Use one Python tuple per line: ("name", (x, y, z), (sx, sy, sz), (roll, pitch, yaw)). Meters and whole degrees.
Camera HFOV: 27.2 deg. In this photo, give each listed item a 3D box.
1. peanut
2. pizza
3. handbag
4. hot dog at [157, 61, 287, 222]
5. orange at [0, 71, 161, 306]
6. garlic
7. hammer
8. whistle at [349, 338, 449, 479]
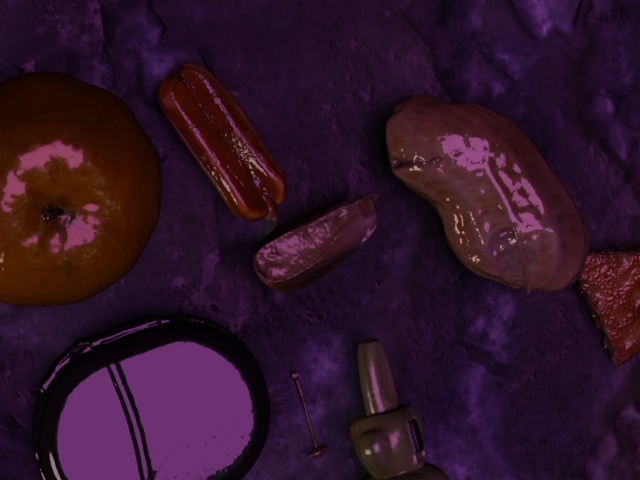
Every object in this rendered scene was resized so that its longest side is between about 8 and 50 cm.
("peanut", (0.228, -0.065, 1.771), (0.174, 0.158, 0.340), (-32, 100, 16))
("pizza", (0.433, 0.057, 1.898), (0.193, 0.053, 0.201), (39, 92, -19))
("handbag", (-0.210, 0.225, 1.664), (0.308, 0.093, 0.254), (-19, 100, -17))
("hot dog", (-0.121, -0.119, 1.688), (0.092, 0.062, 0.236), (-35, 101, -14))
("orange", (-0.321, -0.059, 1.536), (0.279, 0.235, 0.279), (-7, 111, -19))
("garlic", (-0.010, 0.006, 1.714), (0.195, 0.101, 0.087), (-28, 87, -19))
("hammer", (-0.018, 0.234, 1.775), (0.029, 0.014, 0.123), (-20, 99, -26))
("whistle", (0.085, 0.287, 1.774), (0.141, 0.141, 0.294), (-22, 82, -17))
